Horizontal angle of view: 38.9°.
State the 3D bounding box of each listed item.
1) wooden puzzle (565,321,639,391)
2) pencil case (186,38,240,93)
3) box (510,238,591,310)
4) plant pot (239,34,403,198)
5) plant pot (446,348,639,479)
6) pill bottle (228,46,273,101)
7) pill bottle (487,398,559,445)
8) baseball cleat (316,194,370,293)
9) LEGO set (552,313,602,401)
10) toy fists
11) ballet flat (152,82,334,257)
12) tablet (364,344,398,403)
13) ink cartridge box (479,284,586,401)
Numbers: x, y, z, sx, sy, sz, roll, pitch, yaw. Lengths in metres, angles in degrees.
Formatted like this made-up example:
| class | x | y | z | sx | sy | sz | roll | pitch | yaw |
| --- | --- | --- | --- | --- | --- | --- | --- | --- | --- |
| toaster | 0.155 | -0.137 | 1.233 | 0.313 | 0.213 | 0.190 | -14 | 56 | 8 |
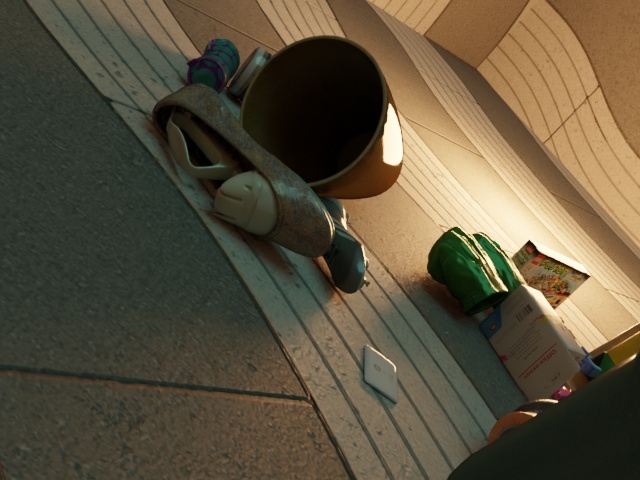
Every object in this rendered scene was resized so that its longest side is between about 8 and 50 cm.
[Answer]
| class | x | y | z | sx | sy | sz | roll | pitch | yaw |
| --- | --- | --- | --- | --- | --- | --- | --- | --- | --- |
| wooden puzzle | 0.536 | 0.227 | 1.505 | 0.044 | 0.238 | 0.221 | 53 | 12 | -34 |
| pencil case | -0.175 | -0.285 | 1.488 | 0.070 | 0.064 | 0.152 | 53 | 17 | -17 |
| box | 0.433 | 0.073 | 1.781 | 0.207 | 0.114 | 0.036 | 20 | 30 | -43 |
| plant pot | 0.034 | -0.162 | 1.436 | 0.237 | 0.237 | 0.254 | 52 | 10 | 26 |
| plant pot | 0.313 | 0.259 | 0.840 | 0.341 | 0.334 | 0.341 | 31 | 40 | -30 |
| pill bottle | -0.065 | -0.246 | 1.559 | 0.169 | 0.094 | 0.094 | 35 | 22 | -16 |
| pill bottle | 0.314 | 0.274 | 1.165 | 0.245 | 0.130 | 0.130 | 19 | 31 | -46 |
| baseball cleat | 0.000 | 0.000 | 1.262 | 0.109 | 0.072 | 0.206 | 17 | 25 | -22 |
| LEGO set | 0.389 | 0.179 | 1.538 | 0.093 | 0.087 | 0.227 | 24 | 27 | -40 |
| toy fists | 0.268 | 0.054 | 1.565 | 0.279 | 0.096 | 0.142 | 5 | 51 | -59 |
| ballet flat | -0.116 | -0.083 | 1.185 | 0.106 | 0.108 | 0.316 | -20 | 56 | -44 |
| tablet | 0.076 | 0.166 | 1.135 | 0.054 | 0.006 | 0.083 | 36 | 21 | -13 |
| ink cartridge box | 0.346 | 0.173 | 1.450 | 0.061 | 0.104 | 0.181 | 21 | 30 | -41 |
